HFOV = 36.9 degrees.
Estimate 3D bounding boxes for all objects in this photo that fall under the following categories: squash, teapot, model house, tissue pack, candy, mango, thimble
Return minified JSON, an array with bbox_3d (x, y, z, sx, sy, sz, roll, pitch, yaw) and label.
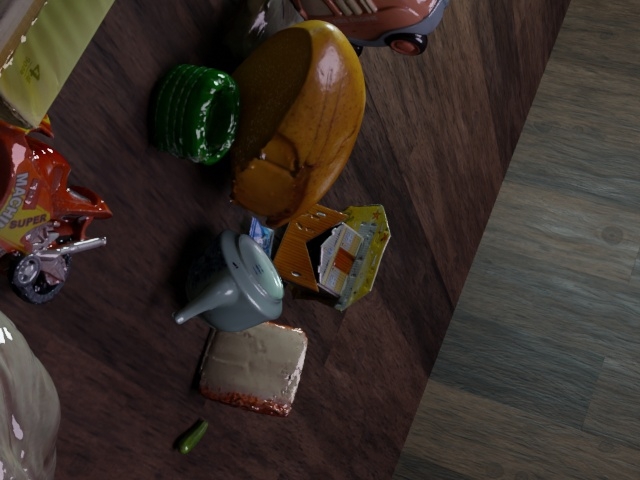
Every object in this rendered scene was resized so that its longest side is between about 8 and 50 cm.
[{"bbox_3d":[-0.216,0.334,1.626,0.089,0.027,0.027,-39,140,-60],"label":"squash"},{"bbox_3d":[-0.147,0.076,1.480,0.232,0.159,0.159,-23,127,-76],"label":"teapot"},{"bbox_3d":[0.000,0.000,1.756,0.136,0.207,0.219,33,74,-42],"label":"model house"},{"bbox_3d":[-0.285,-0.234,0.865,0.234,0.159,0.125,-65,157,-20],"label":"tissue pack"},{"bbox_3d":[-0.105,0.015,1.656,0.136,0.038,0.088,40,55,-74],"label":"candy"},{"bbox_3d":[-0.045,-0.177,1.379,0.199,0.201,0.350,-47,169,-46],"label":"mango"},{"bbox_3d":[-0.168,-0.168,1.294,0.130,0.090,0.118,-70,160,-9],"label":"thimble"}]

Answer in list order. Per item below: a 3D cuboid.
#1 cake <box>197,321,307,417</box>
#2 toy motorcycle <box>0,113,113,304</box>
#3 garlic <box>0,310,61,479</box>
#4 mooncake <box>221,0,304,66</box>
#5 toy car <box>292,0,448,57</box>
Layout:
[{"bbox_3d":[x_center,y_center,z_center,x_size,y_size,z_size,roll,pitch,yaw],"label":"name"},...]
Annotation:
[{"bbox_3d":[-0.083,0.225,1.691,0.262,0.160,0.158,33,72,-69],"label":"cake"},{"bbox_3d":[-0.320,-0.045,1.012,0.171,0.089,0.298,-66,158,-21],"label":"toy motorcycle"},{"bbox_3d":[-0.362,0.188,0.857,0.317,0.259,0.317,-42,142,-45],"label":"garlic"},{"bbox_3d":[-0.091,-0.307,1.402,0.130,0.073,0.125,-67,155,-10],"label":"mooncake"},{"bbox_3d":[0.064,-0.412,1.490,0.212,0.271,0.180,32,70,-48],"label":"toy car"}]
